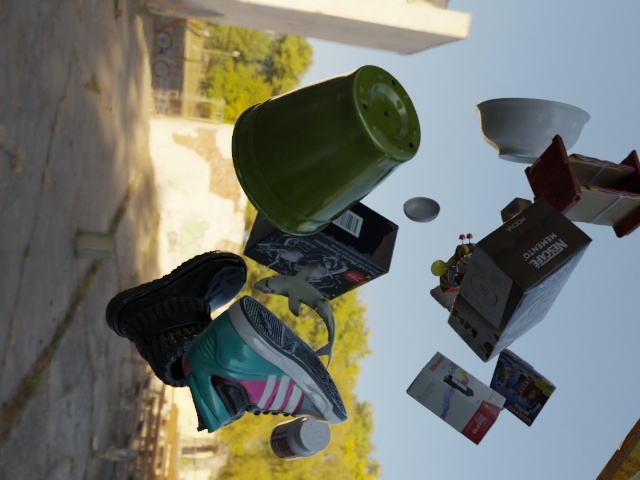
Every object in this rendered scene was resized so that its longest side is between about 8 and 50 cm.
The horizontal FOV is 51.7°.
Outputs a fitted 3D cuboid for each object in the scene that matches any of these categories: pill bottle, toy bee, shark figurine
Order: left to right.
[{"bbox_3d":[-0.061,0.599,2.006,0.221,0.121,0.121,142,-45,-57],"label":"pill bottle"},{"bbox_3d":[-0.021,0.176,1.684,0.278,0.166,0.116,49,-13,14],"label":"shark figurine"},{"bbox_3d":[0.462,0.065,2.068,0.298,0.195,0.162,-23,-107,50],"label":"toy bee"}]

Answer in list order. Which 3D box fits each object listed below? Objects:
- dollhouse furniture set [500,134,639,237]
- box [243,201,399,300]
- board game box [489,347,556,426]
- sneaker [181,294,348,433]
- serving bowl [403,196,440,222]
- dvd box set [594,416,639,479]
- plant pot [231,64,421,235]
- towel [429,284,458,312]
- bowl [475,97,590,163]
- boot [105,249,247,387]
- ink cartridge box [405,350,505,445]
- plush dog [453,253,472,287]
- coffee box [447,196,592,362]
[{"bbox_3d":[0.490,-0.036,1.407,0.374,0.201,0.152,123,-31,-50],"label":"dollhouse furniture set"},{"bbox_3d":[0.000,0.000,1.997,0.312,0.343,0.179,-32,-145,52],"label":"box"},{"bbox_3d":[0.596,0.469,2.031,0.194,0.060,0.194,38,-68,31],"label":"board game box"},{"bbox_3d":[-0.095,0.217,0.948,0.295,0.178,0.123,50,10,-38],"label":"sneaker"},{"bbox_3d":[0.227,-0.064,1.488,0.083,0.083,0.027,-97,-176,-52],"label":"serving bowl"},{"bbox_3d":[0.889,0.503,1.551,0.420,0.308,0.062,-63,179,17],"label":"dvd box set"},{"bbox_3d":[0.036,-0.240,1.590,0.353,0.366,0.366,-24,-126,41],"label":"plant pot"},{"bbox_3d":[0.530,0.183,2.274,0.187,0.282,0.049,47,-34,30],"label":"towel"},{"bbox_3d":[0.559,-0.283,1.777,0.298,0.298,0.134,-175,-86,-79],"label":"bowl"},{"bbox_3d":[-0.234,0.155,1.354,0.260,0.348,0.131,24,-50,41],"label":"boot"},{"bbox_3d":[0.280,0.321,1.365,0.072,0.175,0.127,-61,163,20],"label":"ink cartridge box"},{"bbox_3d":[0.475,0.114,1.702,0.225,0.262,0.210,7,70,-62],"label":"plush dog"},{"bbox_3d":[0.352,0.082,1.206,0.119,0.168,0.297,48,-21,26],"label":"coffee box"}]
